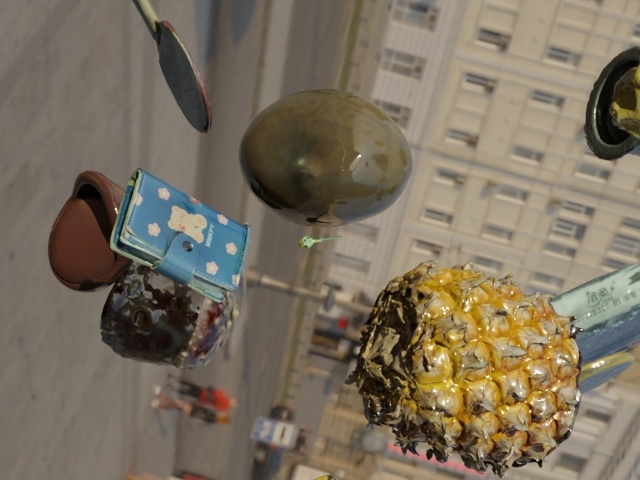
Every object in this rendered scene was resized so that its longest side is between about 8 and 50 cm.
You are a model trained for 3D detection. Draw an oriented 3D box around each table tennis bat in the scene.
[{"bbox_3d":[-0.252,-0.316,1.721,0.301,0.022,0.173,61,-20,12],"label":"table tennis bat"},{"bbox_3d":[0.473,0.288,1.970,0.050,0.198,0.321,65,-30,22],"label":"table tennis bat"}]

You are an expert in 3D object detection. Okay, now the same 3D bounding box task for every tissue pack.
[{"bbox_3d":[0.592,0.160,2.123,0.316,0.228,0.103,38,28,-62],"label":"tissue pack"}]

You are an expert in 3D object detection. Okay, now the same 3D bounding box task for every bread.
[{"bbox_3d":[0.573,-0.276,1.628,0.152,0.130,0.267,-19,151,-38],"label":"bread"}]

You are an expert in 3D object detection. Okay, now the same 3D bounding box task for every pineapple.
[{"bbox_3d":[0.222,0.207,1.655,0.352,0.300,0.352,-42,-139,51],"label":"pineapple"}]

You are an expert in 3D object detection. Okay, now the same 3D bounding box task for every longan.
[{"bbox_3d":[0.007,-0.157,1.974,0.288,0.350,0.288,-20,115,-50],"label":"longan"}]

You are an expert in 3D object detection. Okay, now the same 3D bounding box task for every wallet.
[{"bbox_3d":[-0.202,-0.005,1.522,0.059,0.202,0.141,-28,-138,47],"label":"wallet"}]

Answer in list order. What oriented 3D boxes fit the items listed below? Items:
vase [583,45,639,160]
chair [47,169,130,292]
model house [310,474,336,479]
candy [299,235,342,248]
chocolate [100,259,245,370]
[{"bbox_3d":[0.735,-0.249,2.143,0.245,0.291,0.245,-167,-90,-68],"label":"vase"},{"bbox_3d":[-0.371,0.020,2.037,0.401,0.226,0.226,31,72,-58],"label":"chair"},{"bbox_3d":[0.026,0.543,1.892,0.219,0.207,0.136,-64,161,3],"label":"model house"},{"bbox_3d":[0.000,0.000,1.958,0.025,0.083,0.023,57,26,-67],"label":"candy"},{"bbox_3d":[-0.249,0.113,1.903,0.340,0.210,0.225,-58,169,-67],"label":"chocolate"}]
